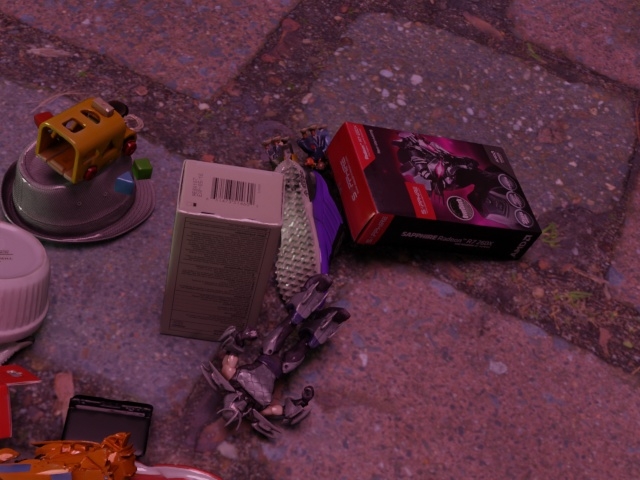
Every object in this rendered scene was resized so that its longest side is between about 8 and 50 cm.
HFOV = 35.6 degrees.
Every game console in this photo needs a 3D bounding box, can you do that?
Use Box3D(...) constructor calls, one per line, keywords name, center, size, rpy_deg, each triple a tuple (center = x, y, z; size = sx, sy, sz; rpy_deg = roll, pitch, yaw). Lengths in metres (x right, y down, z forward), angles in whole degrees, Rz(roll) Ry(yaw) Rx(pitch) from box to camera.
Box3D(name="game console", center=(-0.315, 0.274, 1.480), size=(0.122, 0.107, 0.071), rpy_deg=(10, 84, -8))

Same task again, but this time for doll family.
Box3D(name="doll family", center=(-0.027, -0.151, 1.893), size=(0.193, 0.076, 0.111), rpy_deg=(-21, 87, -22))

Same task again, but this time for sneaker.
Box3D(name="sneaker", center=(-0.491, 0.176, 1.536), size=(0.109, 0.040, 0.044), rpy_deg=(-21, 75, -25))
Box3D(name="sneaker", center=(0.001, -0.001, 1.771), size=(0.146, 0.102, 0.293), rpy_deg=(17, 56, -40))
Box3D(name="sneaker", center=(-0.241, 0.384, 1.405), size=(0.221, 0.087, 0.128), rpy_deg=(7, 56, 7))

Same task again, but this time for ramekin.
Box3D(name="ramekin", center=(-0.517, 0.055, 1.537), size=(0.207, 0.109, 0.207), rpy_deg=(17, 29, -9))

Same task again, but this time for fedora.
Box3D(name="fedora", center=(-0.422, -0.117, 1.741), size=(0.275, 0.124, 0.244), rpy_deg=(-17, 57, -27))

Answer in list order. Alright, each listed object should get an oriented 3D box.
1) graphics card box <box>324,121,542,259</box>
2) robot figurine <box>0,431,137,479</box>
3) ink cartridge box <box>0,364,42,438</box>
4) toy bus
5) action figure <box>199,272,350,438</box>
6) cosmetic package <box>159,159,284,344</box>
Box3D(name="graphics card box", center=(0.211, -0.090, 1.860), size=(0.370, 0.094, 0.233), rpy_deg=(7, 47, -27))
Box3D(name="robot figurine", center=(-0.400, 0.310, 1.316), size=(0.291, 0.211, 0.085), rpy_deg=(-4, 90, 1))
Box3D(name="ink cartridge box", center=(-0.507, 0.230, 1.354), size=(0.231, 0.078, 0.134), rpy_deg=(-5, 7, -31))
Box3D(name="toy bus", center=(-0.374, -0.185, 1.658), size=(0.191, 0.104, 0.202), rpy_deg=(3, 47, -21))
Box3D(name="action figure", center=(-0.068, 0.183, 1.561), size=(0.185, 0.099, 0.285), rpy_deg=(53, 56, -19))
Box3D(name="cosmetic package", center=(-0.158, 0.026, 1.566), size=(0.160, 0.309, 0.113), rpy_deg=(9, 49, -9))
